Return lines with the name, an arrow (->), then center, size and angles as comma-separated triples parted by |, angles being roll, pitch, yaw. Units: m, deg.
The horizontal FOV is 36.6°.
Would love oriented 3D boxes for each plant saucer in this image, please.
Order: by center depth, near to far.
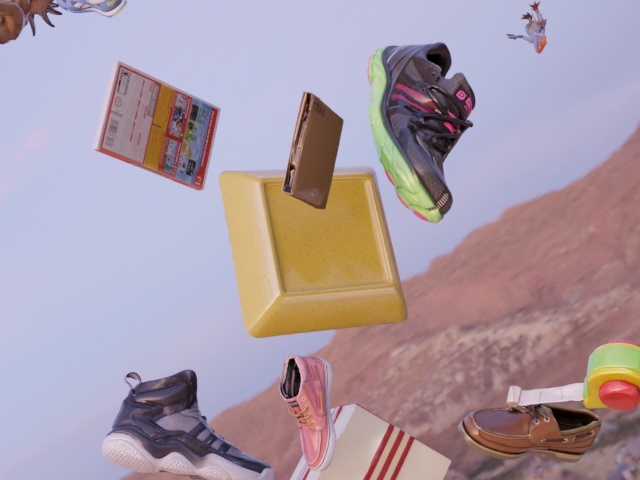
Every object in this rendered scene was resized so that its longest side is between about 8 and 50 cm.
plant saucer -> 0.000, 0.000, 1.816 | 0.333, 0.333, 0.081 | -4, -19, -23

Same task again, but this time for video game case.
video game case -> -0.357, -0.250, 2.142 | 0.285, 0.204, 0.025 | 21, -17, -39

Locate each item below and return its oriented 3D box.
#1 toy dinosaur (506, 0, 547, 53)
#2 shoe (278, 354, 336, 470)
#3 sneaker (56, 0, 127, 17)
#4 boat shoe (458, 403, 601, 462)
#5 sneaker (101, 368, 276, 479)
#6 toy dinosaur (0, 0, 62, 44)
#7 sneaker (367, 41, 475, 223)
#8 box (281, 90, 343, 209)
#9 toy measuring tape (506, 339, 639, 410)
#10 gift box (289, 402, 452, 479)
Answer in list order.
toy dinosaur -> 0.293, -0.279, 1.288 | 0.090, 0.082, 0.047 | 8, -33, -35
shoe -> -0.024, 0.266, 1.503 | 0.063, 0.178, 0.081 | -15, -23, 40
sneaker -> -0.382, -0.405, 1.578 | 0.053, 0.144, 0.059 | -64, -34, -22
boat shoe -> 0.406, 0.351, 1.859 | 0.307, 0.111, 0.104 | 9, -55, -31
sneaker -> -0.180, 0.278, 1.431 | 0.268, 0.153, 0.101 | 20, -29, -22
toy dinosaur -> -0.603, -0.456, 1.886 | 0.200, 0.127, 0.296 | 94, -165, -53
sneaker -> 0.208, -0.244, 1.909 | 0.202, 0.483, 0.185 | -16, -42, 15
box -> -0.010, -0.142, 1.590 | 0.201, 0.021, 0.164 | 19, -97, -74
toy measuring tape -> 0.465, 0.239, 1.696 | 0.330, 0.121, 0.121 | -11, 5, 34
gift box -> 0.088, 0.486, 1.827 | 0.258, 0.276, 0.255 | -59, 1, -18
